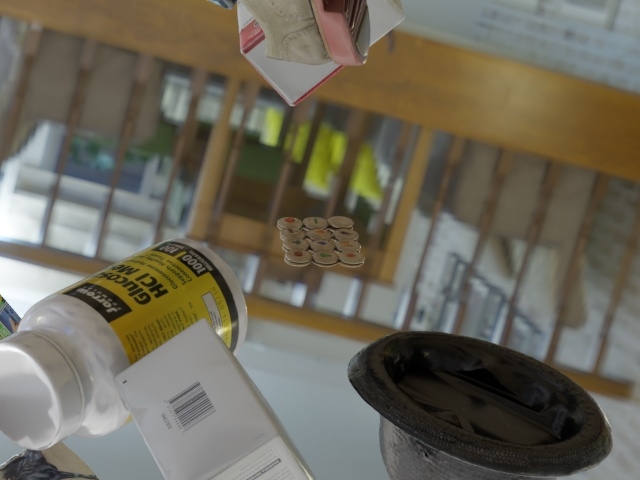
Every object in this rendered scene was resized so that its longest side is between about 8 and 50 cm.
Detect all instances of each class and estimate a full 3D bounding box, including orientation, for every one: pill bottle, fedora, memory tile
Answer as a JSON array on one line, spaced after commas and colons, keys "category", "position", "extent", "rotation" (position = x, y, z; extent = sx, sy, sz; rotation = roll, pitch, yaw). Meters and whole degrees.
[{"category": "pill bottle", "position": [-0.260, 0.132, 2.024], "extent": [0.188, 0.187, 0.334], "rotation": [21, -149, 30]}, {"category": "fedora", "position": [0.181, 0.241, 1.938], "extent": [0.334, 0.152, 0.334], "rotation": [10, -157, -4]}, {"category": "memory tile", "position": [0.000, 0.000, 2.251], "extent": [0.113, 0.012, 0.148], "rotation": [2, -155, -9]}]

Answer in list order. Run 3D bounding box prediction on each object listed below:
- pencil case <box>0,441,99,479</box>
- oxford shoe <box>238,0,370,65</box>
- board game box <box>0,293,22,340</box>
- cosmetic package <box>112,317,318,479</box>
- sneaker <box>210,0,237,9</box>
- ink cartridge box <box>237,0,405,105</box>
[{"category": "pencil case", "position": [-0.436, 0.423, 2.046], "extent": [0.160, 0.183, 0.410], "rotation": [28, -130, 24]}, {"category": "oxford shoe", "position": [-0.055, -0.298, 1.584], "extent": [0.130, 0.348, 0.123], "rotation": [-5, -135, 18]}, {"category": "board game box", "position": [-0.503, 0.144, 2.353], "extent": [0.035, 0.136, 0.201], "rotation": [9, 144, 39]}, {"category": "cosmetic package", "position": [-0.102, 0.252, 1.869], "extent": [0.224, 0.138, 0.224], "rotation": [53, 174, 46]}, {"category": "sneaker", "position": [-0.073, -0.301, 1.458], "extent": [0.125, 0.104, 0.262], "rotation": [34, 153, -4]}, {"category": "ink cartridge box", "position": [-0.007, -0.332, 2.187], "extent": [0.114, 0.197, 0.273], "rotation": [46, -163, -24]}]
